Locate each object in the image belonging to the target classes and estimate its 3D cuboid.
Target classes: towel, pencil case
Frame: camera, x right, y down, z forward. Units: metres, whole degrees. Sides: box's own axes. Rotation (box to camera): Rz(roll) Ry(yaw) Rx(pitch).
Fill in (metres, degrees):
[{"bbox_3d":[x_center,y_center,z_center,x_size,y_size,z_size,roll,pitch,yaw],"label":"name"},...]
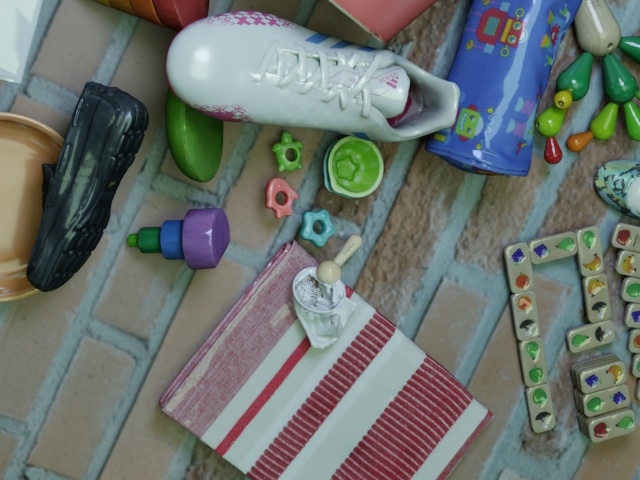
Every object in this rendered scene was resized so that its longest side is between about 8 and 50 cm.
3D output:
[{"bbox_3d":[0.010,0.188,1.922,0.329,0.037,0.237,41,85,-20],"label":"towel"},{"bbox_3d":[0.214,-0.218,1.865,0.119,0.133,0.306,20,94,27],"label":"pencil case"}]

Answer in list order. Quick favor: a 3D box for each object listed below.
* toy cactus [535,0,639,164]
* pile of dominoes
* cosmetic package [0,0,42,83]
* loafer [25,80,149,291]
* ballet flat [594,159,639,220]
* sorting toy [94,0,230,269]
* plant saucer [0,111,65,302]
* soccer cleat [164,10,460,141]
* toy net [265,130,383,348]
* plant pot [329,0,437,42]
[{"bbox_3d":[0.325,-0.192,1.917,0.219,0.112,0.180,-23,95,-2],"label":"toy cactus"},{"bbox_3d":[0.325,0.105,1.984,0.196,0.040,0.251,-14,107,-11],"label":"pile of dominoes"},{"bbox_3d":[-0.317,-0.355,1.642,0.156,0.217,0.385,14,97,-17],"label":"cosmetic package"},{"bbox_3d":[-0.251,-0.055,1.754,0.078,0.076,0.223,28,100,17],"label":"loafer"},{"bbox_3d":[0.406,-0.041,1.976,0.188,0.070,0.070,21,93,-18],"label":"ballet flat"},{"bbox_3d":[-0.179,-0.146,1.793,0.126,0.127,0.365,-2,104,14],"label":"sorting toy"},{"bbox_3d":[-0.337,-0.036,1.783,0.200,0.037,0.200,-3,101,-15],"label":"plant saucer"},{"bbox_3d":[0.002,-0.167,1.747,0.331,0.143,0.116,6,91,-41],"label":"soccer cleat"},{"bbox_3d":[0.000,0.000,1.853,0.122,0.045,0.232,6,85,-28],"label":"toy net"},{"bbox_3d":[0.069,-0.352,1.738,0.275,0.275,0.243,37,97,-18],"label":"plant pot"}]
